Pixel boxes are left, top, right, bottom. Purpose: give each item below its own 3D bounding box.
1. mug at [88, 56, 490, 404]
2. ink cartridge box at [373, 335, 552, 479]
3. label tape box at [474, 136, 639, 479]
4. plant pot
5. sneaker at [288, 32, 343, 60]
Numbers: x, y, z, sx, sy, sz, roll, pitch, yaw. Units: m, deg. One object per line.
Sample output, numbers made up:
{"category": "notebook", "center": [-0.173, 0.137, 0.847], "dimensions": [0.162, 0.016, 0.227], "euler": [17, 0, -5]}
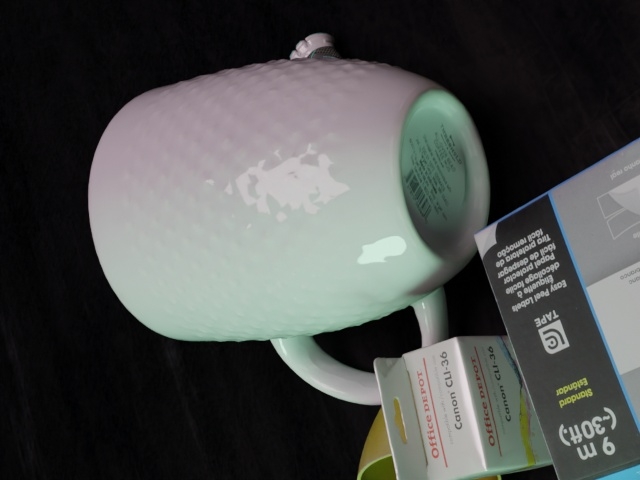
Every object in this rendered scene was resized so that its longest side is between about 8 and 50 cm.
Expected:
{"category": "mug", "center": [0.000, 0.000, 1.042], "dimensions": [0.328, 0.276, 0.374], "euler": [-6, 113, 38]}
{"category": "ink cartridge box", "center": [0.141, 0.145, 0.905], "dimensions": [0.067, 0.198, 0.115], "euler": [-26, 69, 41]}
{"category": "label tape box", "center": [0.294, 0.098, 0.818], "dimensions": [0.249, 0.115, 0.347], "euler": [-33, 63, 39]}
{"category": "plant pot", "center": [0.103, 0.190, 1.006], "dimensions": [0.134, 0.134, 0.095], "euler": [-35, 38, 38]}
{"category": "sneaker", "center": [-0.023, -0.152, 1.191], "dimensions": [0.076, 0.065, 0.166], "euler": [51, 123, 30]}
